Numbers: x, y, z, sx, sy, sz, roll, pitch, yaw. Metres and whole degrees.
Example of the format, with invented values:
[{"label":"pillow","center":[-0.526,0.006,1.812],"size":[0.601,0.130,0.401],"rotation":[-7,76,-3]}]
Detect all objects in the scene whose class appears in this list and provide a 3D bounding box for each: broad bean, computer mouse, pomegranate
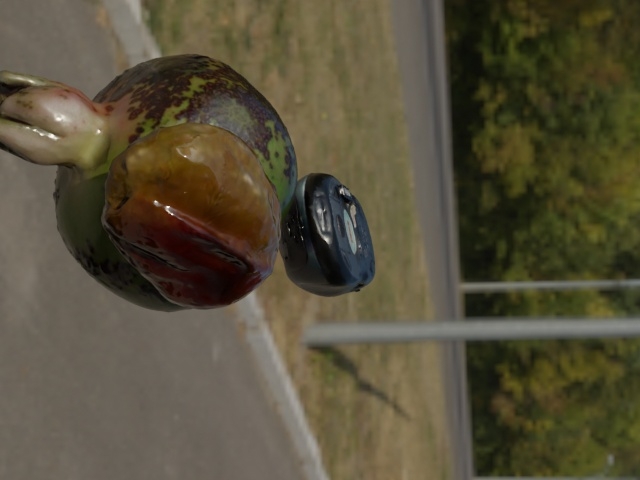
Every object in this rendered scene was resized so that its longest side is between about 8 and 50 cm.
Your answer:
[{"label":"broad bean","center":[-0.116,-0.025,1.256],"size":[0.228,0.156,0.122],"rotation":[68,16,-51]},{"label":"computer mouse","center":[0.000,0.000,1.667],"size":[0.233,0.096,0.137],"rotation":[38,45,-72]},{"label":"pomegranate","center":[-0.200,-0.086,1.471],"size":[0.341,0.285,0.285],"rotation":[28,48,-29]}]
